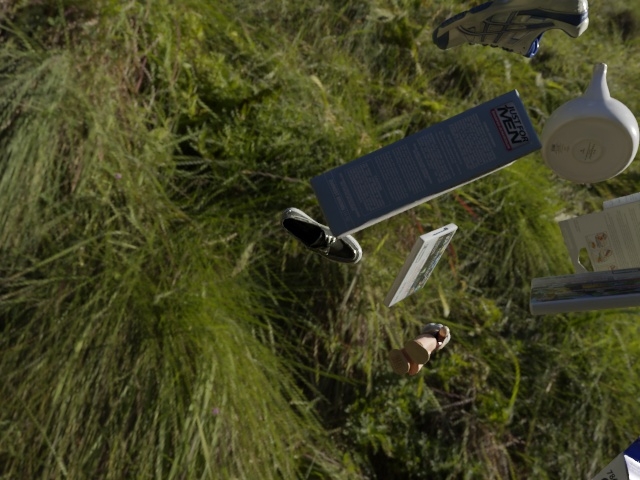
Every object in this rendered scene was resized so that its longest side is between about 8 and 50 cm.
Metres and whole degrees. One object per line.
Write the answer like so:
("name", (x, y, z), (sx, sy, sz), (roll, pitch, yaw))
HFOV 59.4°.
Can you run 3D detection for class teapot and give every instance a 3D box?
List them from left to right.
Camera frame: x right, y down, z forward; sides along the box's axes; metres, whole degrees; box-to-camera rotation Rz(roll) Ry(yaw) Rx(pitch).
("teapot", (0.718, -0.287, 1.502), (0.253, 0.187, 0.256), (39, -43, -13))

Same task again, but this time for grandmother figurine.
("grandmother figurine", (0.315, 0.326, 1.722), (0.208, 0.104, 0.342), (-25, -9, 28))

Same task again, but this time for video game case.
("video game case", (0.229, 0.055, 1.290), (0.022, 0.190, 0.173), (38, 31, 25))
("video game case", (0.454, 0.082, 0.927), (0.202, 0.023, 0.183), (-8, 6, 23))

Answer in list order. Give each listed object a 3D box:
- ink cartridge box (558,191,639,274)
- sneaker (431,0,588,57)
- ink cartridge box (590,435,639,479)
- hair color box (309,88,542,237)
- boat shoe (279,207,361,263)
("ink cartridge box", (0.809, 0.023, 1.520), (0.239, 0.275, 0.060), (-16, 20, 31))
("sneaker", (0.357, -0.404, 1.081), (0.297, 0.130, 0.112), (-7, 23, 42))
("ink cartridge box", (0.588, 0.552, 1.122), (0.165, 0.332, 0.065), (30, 18, -13))
("hair color box", (0.176, -0.125, 1.013), (0.375, 0.113, 0.185), (-23, -2, 2))
("boat shoe", (0.000, 0.000, 1.322), (0.219, 0.077, 0.070), (27, 14, -10))
